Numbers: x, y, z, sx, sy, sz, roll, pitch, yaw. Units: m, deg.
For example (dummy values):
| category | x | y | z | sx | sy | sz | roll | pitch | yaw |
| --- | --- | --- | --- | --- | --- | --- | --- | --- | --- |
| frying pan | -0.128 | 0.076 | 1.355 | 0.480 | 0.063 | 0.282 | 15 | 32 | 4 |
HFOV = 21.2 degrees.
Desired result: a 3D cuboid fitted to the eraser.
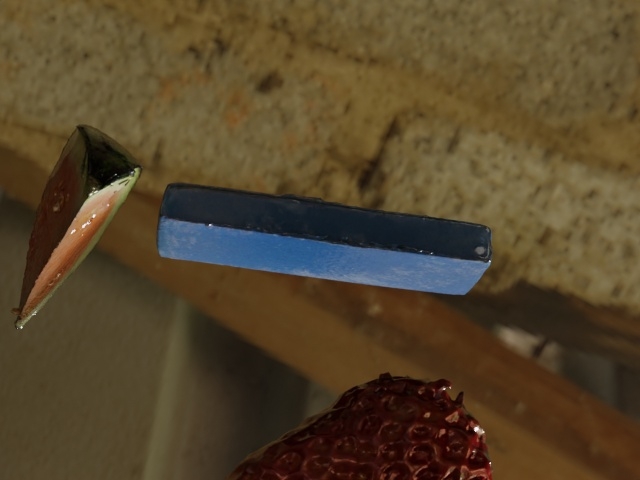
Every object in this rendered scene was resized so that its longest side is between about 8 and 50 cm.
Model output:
| category | x | y | z | sx | sy | sz | roll | pitch | yaw |
| --- | --- | --- | --- | --- | --- | --- | --- | --- | --- |
| eraser | 0.000 | 0.000 | 1.631 | 0.312 | 0.144 | 0.043 | 8 | -106 | -4 |

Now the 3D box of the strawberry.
| category | x | y | z | sx | sy | sz | roll | pitch | yaw |
| --- | --- | --- | --- | --- | --- | --- | --- | --- | --- |
| strawberry | 0.026 | 0.225 | 1.473 | 0.244 | 0.205 | 0.205 | -8 | -134 | -18 |

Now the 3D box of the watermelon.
| category | x | y | z | sx | sy | sz | roll | pitch | yaw |
| --- | --- | --- | --- | --- | --- | --- | --- | --- | --- |
| watermelon | -0.196 | -0.015 | 1.318 | 0.063 | 0.245 | 0.119 | 31 | -124 | -8 |
